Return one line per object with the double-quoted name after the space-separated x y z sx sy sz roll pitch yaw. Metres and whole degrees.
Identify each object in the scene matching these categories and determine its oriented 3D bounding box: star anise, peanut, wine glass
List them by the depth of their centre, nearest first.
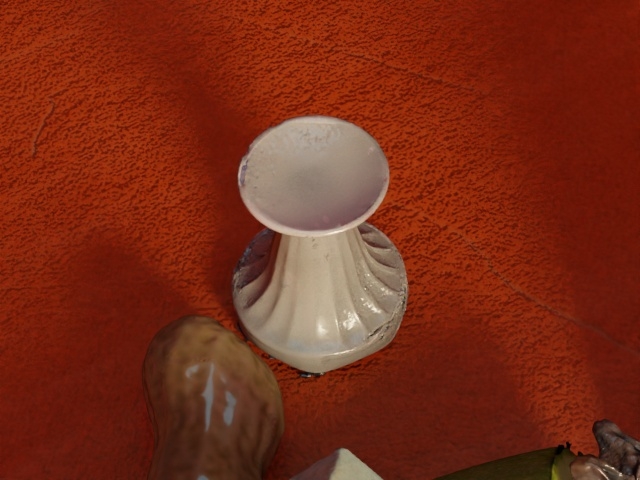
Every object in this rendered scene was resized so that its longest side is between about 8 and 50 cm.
0.249 0.252 1.510 0.063 0.208 0.172 -21 12 27 "star anise"
-0.088 0.179 1.637 0.124 0.123 0.256 -6 58 -2 "peanut"
0.000 0.000 1.708 0.165 0.196 0.165 0 55 0 "wine glass"

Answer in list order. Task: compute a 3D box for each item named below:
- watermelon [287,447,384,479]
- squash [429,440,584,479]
-0.026 0.341 1.397 0.228 0.258 0.387 -6 78 17 "watermelon"
0.108 0.283 1.587 0.261 0.189 0.189 -23 53 19 "squash"
